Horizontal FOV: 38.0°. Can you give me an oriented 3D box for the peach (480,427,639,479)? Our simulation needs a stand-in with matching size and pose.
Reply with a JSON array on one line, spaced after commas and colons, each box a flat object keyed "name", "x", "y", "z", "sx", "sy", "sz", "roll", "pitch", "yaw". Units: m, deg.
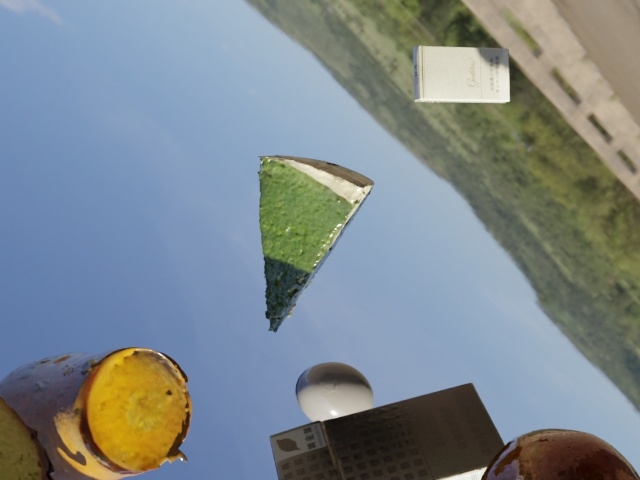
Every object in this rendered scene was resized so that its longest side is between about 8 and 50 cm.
[{"name": "peach", "x": 0.294, "y": 0.343, "z": 1.134, "sx": 0.231, "sy": 0.231, "sz": 0.231, "roll": 43, "pitch": -168, "yaw": -12}]

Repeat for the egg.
[{"name": "egg", "x": 0.030, "y": 0.335, "z": 2.007, "sx": 0.199, "sy": 0.146, "sz": 0.146, "roll": 29, "pitch": -160, "yaw": -36}]

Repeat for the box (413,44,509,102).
[{"name": "box", "x": 0.280, "y": -0.329, "z": 1.840, "sx": 0.199, "sy": 0.109, "sz": 0.029, "roll": -2, "pitch": 180, "yaw": -16}]

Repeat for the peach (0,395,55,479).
[{"name": "peach", "x": -0.483, "y": 0.270, "z": 1.074, "sx": 0.361, "sy": 0.201, "sz": 0.258, "roll": 51, "pitch": -164, "yaw": 18}]

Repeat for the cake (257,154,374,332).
[{"name": "cake", "x": -0.002, "y": 0.006, "z": 1.487, "sx": 0.158, "sy": 0.172, "sz": 0.283, "roll": -19, "pitch": -71, "yaw": -75}]

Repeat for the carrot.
[{"name": "carrot", "x": -0.376, "y": 0.281, "z": 1.441, "sx": 0.224, "sy": 0.341, "sz": 0.224, "roll": 14, "pitch": -111, "yaw": -41}]

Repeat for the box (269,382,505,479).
[{"name": "box", "x": 0.098, "y": 0.317, "z": 1.361, "sx": 0.180, "sy": 0.325, "sz": 0.047, "roll": -111, "pitch": 8, "yaw": -58}]
